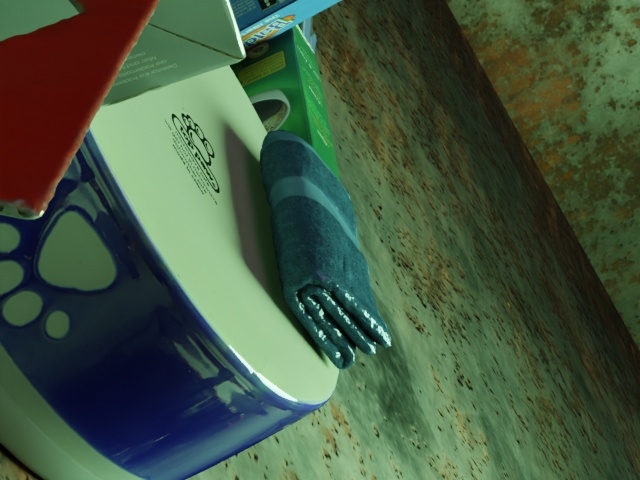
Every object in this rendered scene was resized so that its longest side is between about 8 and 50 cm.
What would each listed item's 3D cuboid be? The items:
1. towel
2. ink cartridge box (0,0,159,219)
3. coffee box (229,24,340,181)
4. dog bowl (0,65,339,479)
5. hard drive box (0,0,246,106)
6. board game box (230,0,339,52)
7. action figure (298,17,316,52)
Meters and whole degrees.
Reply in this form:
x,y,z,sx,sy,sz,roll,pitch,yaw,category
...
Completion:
x,y,z,sx,sy,sz,roll,pitch,yaw,category
0.000,0.000,0.830,0.067,0.029,0.119,52,18,-37,towel
-0.161,-0.089,0.433,0.275,0.238,0.060,-83,177,-68,ink cartridge box
-0.050,-0.051,1.023,0.040,0.113,0.184,57,13,-36,coffee box
-0.098,-0.021,0.792,0.265,0.104,0.265,57,14,-24,dog bowl
-0.146,-0.150,0.666,0.089,0.181,0.232,73,-1,-55,hard drive box
-0.094,-0.205,1.046,0.210,0.160,0.047,65,13,8,board game box
-0.079,-0.237,1.302,0.330,0.178,0.341,-52,141,-68,action figure
